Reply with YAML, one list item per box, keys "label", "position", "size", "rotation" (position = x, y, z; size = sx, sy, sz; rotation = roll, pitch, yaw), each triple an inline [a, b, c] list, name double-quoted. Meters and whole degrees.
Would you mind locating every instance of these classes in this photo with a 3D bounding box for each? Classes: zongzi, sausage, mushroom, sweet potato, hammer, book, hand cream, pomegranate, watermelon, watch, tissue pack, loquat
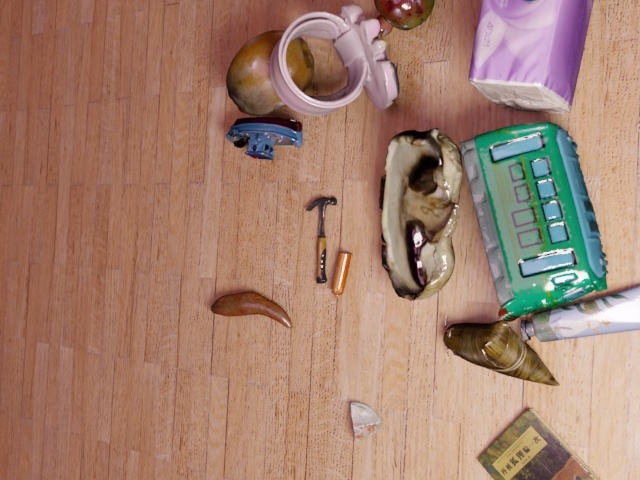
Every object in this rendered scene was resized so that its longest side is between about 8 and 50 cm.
- label: "zongzi"
  position: [0.343, 0.226, 1.357]
  size: [0.084, 0.184, 0.187]
  rotation: [-58, 18, -17]
- label: "sausage"
  position: [0.046, 0.079, 1.572]
  size: [0.031, 0.031, 0.107]
  rotation: [16, 98, 33]
- label: "mushroom"
  position: [0.213, -0.056, 1.366]
  size: [0.247, 0.129, 0.345]
  rotation: [27, 124, 60]
- label: "sweet potato"
  position: [-0.179, 0.163, 1.706]
  size: [0.255, 0.058, 0.078]
  rotation: [4, 106, 31]
- label: "hammer"
  position: [0.000, 0.000, 1.612]
  size: [0.078, 0.021, 0.201]
  rotation: [0, 86, 34]
- label: "book"
  position: [0.425, 0.452, 1.304]
  size: [0.228, 0.024, 0.160]
  rotation: [48, 115, 25]
- label: "hand cream"
  position: [0.494, 0.137, 1.263]
  size: [0.255, 0.055, 0.088]
  rotation: [-16, 83, 26]
- label: "pomegranate"
  position: [0.162, -0.506, 1.472]
  size: [0.159, 0.129, 0.130]
  rotation: [-7, 84, 42]
- label: "watermelon"
  position: [0.084, 0.393, 1.512]
  size: [0.085, 0.061, 0.085]
  rotation: [3, 97, 28]
- label: "watch"
  position: [0.025, -0.362, 1.473]
  size: [0.244, 0.231, 0.196]
  rotation: [65, 162, -4]
- label: "tissue pack"
  position: [0.391, -0.409, 1.239]
  size: [0.160, 0.242, 0.339]
  rotation: [12, 95, 31]
- label: "loquat"
  position: [-0.121, -0.389, 1.626]
  size: [0.227, 0.179, 0.179]
  rotation: [-24, 75, 27]

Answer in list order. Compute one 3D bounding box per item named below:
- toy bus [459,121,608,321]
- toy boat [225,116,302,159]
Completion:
- label: "toy bus"
  position: [0.390, -0.040, 1.259]
  size: [0.199, 0.183, 0.344]
  rotation: [-16, 80, 26]
- label: "toy boat"
  position: [-0.133, -0.240, 1.666]
  size: [0.223, 0.100, 0.097]
  rotation: [7, 82, 36]
